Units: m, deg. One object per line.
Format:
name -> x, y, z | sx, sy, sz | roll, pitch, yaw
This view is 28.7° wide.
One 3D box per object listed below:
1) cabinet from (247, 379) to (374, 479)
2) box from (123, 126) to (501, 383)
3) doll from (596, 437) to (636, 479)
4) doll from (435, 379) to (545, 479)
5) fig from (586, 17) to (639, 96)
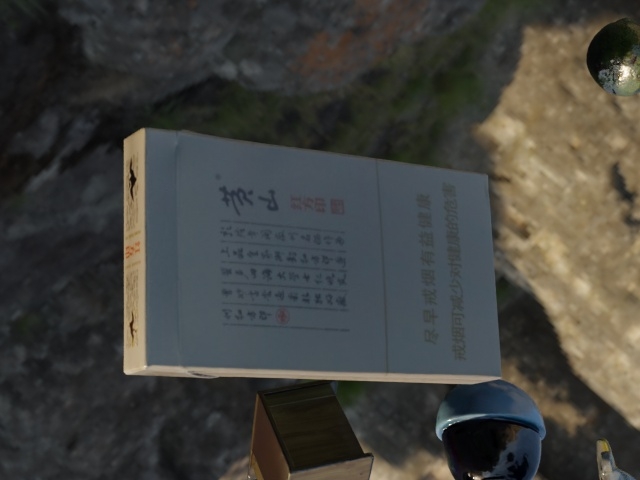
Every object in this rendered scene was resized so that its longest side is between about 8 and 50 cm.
cabinet -> -0.018, 0.366, 2.020 | 0.148, 0.175, 0.215 | -7, 132, -19
box -> 0.001, 0.022, 1.107 | 0.365, 0.205, 0.051 | 6, 166, -32
doll -> 0.452, 0.460, 1.896 | 0.145, 0.103, 0.316 | -35, 123, -49
doll -> 0.269, 0.342, 1.974 | 0.141, 0.177, 0.314 | 115, -19, -57
fig -> 0.532, -0.330, 2.185 | 0.156, 0.123, 0.123 | -58, 179, -43
